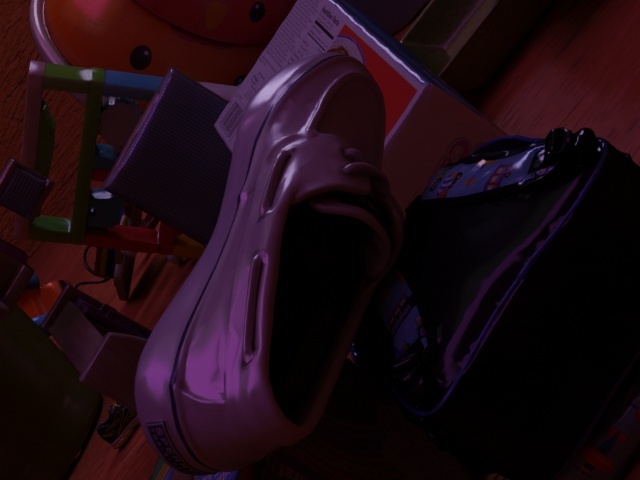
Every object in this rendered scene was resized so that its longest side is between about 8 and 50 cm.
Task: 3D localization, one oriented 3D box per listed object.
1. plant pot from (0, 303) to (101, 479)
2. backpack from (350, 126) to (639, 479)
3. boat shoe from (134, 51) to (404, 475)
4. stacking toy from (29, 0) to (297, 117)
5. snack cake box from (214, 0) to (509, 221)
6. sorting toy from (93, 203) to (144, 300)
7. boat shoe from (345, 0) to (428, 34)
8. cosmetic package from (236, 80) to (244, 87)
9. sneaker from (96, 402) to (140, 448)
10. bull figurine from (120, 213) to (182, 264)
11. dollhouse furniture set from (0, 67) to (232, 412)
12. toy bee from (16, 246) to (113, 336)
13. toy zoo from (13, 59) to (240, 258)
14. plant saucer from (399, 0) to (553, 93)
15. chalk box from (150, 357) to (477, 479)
[{"bbox_3d":[-0.467,0.182,1.588,0.366,0.353,0.366,-50,16,20],"label":"plant pot"},{"bbox_3d":[0.092,0.028,0.645,0.158,0.117,0.173,-56,15,-2],"label":"backpack"},{"bbox_3d":[0.000,0.000,0.640,0.084,0.095,0.258,-15,43,36],"label":"boat shoe"},{"bbox_3d":[-0.117,-0.375,1.542,0.350,0.351,0.480,-74,10,-50],"label":"stacking toy"},{"bbox_3d":[0.022,-0.083,1.019,0.152,0.089,0.264,-54,30,12],"label":"snack cake box"},{"bbox_3d":[-0.279,0.002,1.819,0.274,0.046,0.132,109,169,-75],"label":"sorting toy"},{"bbox_3d":[0.091,-0.288,1.416,0.228,0.080,0.076,-29,24,57],"label":"boat shoe"},{"bbox_3d":[-0.042,-0.147,1.436,0.117,0.085,0.231,-33,8,-21],"label":"cosmetic package"},{"bbox_3d":[-0.202,0.178,1.392,0.083,0.035,0.031,-56,16,-4],"label":"sneaker"},{"bbox_3d":[-0.164,-0.087,1.727,0.188,0.101,0.310,-57,7,21],"label":"bull figurine"},{"bbox_3d":[-0.130,-0.024,1.146,0.303,0.286,0.198,-59,23,-3],"label":"dollhouse furniture set"},{"bbox_3d":[-0.429,0.121,2.049,0.162,0.298,0.195,76,-173,-74],"label":"toy bee"},{"bbox_3d":[-0.145,-0.069,1.305,0.030,0.293,0.192,-100,20,-53],"label":"toy zoo"},{"bbox_3d":[0.149,-0.205,1.114,0.188,0.045,0.188,-51,15,13],"label":"plant saucer"},{"bbox_3d":[-0.018,0.174,0.644,0.132,0.132,0.213,-45,17,33],"label":"chalk box"}]
